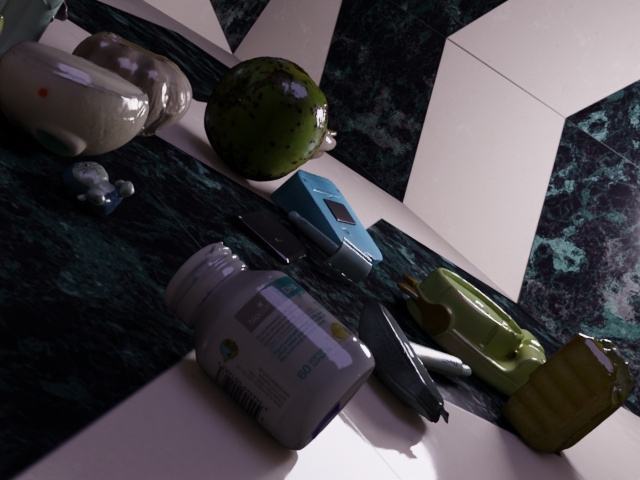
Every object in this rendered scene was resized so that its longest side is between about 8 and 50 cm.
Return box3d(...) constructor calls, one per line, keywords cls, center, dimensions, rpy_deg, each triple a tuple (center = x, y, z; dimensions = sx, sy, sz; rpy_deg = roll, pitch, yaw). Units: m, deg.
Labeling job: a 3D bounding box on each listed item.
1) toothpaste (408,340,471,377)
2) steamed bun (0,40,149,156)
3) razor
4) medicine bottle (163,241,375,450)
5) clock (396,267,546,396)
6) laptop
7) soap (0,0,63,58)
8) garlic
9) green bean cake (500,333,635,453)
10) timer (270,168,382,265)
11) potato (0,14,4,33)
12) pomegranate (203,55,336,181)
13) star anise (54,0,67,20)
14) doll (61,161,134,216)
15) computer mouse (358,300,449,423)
box3d(cls="toothpaste", center=(0.184, 0.206, 1.333), dimensions=(0.255, 0.037, 0.067), rpy_deg=(23, 24, -38))
box3d(cls="steamed bun", center=(-0.355, -0.192, 1.058), dimensions=(0.177, 0.130, 0.228), rpy_deg=(30, 11, 17))
box3d(cls="razor", center=(0.000, 0.000, 1.534), dimensions=(0.106, 0.068, 0.232), rpy_deg=(40, -1, -43))
box3d(cls="medicine bottle", center=(-0.060, 0.103, 0.793), dimensions=(0.215, 0.135, 0.135), rpy_deg=(41, 13, 14))
box3d(cls="clock", center=(0.321, 0.177, 1.631), dimensions=(0.348, 0.117, 0.286), rpy_deg=(38, 12, 5))
box3d(cls="laptop", center=(-0.086, -0.011, 1.418), dimensions=(0.135, 0.016, 0.197), rpy_deg=(40, 13, 5))
box3d(cls="soap", center=(-0.490, -0.535, 1.193), dimensions=(0.261, 0.446, 0.156), rpy_deg=(28, 16, -34))
box3d(cls="garlic", center=(-0.342, -0.273, 1.345), dimensions=(0.228, 0.152, 0.228), rpy_deg=(28, 19, -11))
box3d(cls="green bean cake", center=(0.477, 0.289, 1.409), dimensions=(0.124, 0.233, 0.236), rpy_deg=(51, 18, 29))
box3d(cls="timer", center=(0.022, -0.034, 1.736), dimensions=(0.250, 0.091, 0.232), rpy_deg=(54, 16, 18))
box3d(cls="potato", center=(-0.519, -0.304, 1.030), dimensions=(0.149, 0.120, 0.081), rpy_deg=(33, 14, -23))
box3d(cls="pomegranate", center=(-0.093, -0.261, 1.706), dimensions=(0.285, 0.285, 0.341), rpy_deg=(46, 15, 34))
box3d(cls="star anise", center=(-0.661, -0.563, 1.635), dimensions=(0.236, 0.109, 0.223), rpy_deg=(22, 15, -44))
box3d(cls="doll", center=(-0.297, -0.069, 0.967), dimensions=(0.083, 0.050, 0.076), rpy_deg=(42, 31, 14))
box3d(cls="computer mouse", center=(0.113, 0.192, 1.126), dimensions=(0.113, 0.068, 0.229), rpy_deg=(42, 14, -52))
